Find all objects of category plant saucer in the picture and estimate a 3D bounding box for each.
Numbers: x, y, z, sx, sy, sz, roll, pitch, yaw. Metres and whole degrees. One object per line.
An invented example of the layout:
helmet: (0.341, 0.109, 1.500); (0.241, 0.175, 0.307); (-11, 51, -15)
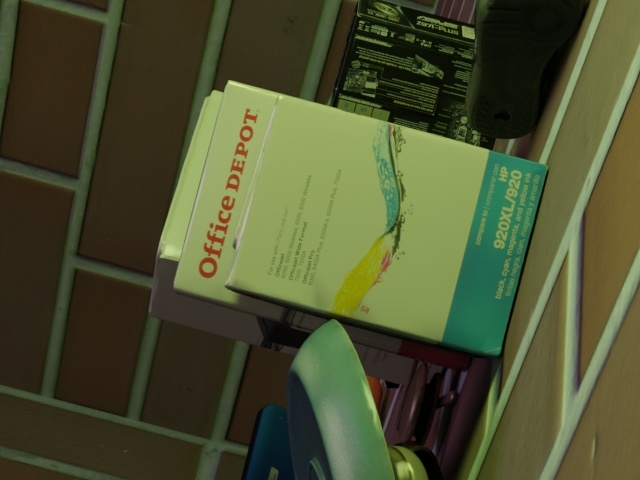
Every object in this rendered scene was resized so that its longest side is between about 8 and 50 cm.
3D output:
plant saucer: (0.020, 0.222, 1.422); (0.317, 0.044, 0.317); (169, 90, -81)

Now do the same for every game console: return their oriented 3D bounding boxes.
game console: (-0.047, 0.413, 2.364); (0.173, 0.250, 0.293); (-40, 25, 37)

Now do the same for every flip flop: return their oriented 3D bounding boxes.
flip flop: (0.071, 0.210, 1.485); (0.277, 0.080, 0.112); (131, 128, -79)

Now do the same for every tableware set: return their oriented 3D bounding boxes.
tableware set: (0.087, 0.212, 1.688); (0.128, 0.039, 0.194); (-86, 11, -77)

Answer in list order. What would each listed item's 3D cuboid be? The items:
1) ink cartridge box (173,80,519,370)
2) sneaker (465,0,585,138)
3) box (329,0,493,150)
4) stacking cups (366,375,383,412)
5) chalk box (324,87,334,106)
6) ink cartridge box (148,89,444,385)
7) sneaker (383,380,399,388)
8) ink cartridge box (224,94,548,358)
ink cartridge box: (0.021, -0.014, 1.653); (0.117, 0.283, 0.207); (-139, 64, -89)
sneaker: (0.176, -0.204, 1.544); (0.227, 0.087, 0.130); (98, 179, -56)
box: (0.108, -0.165, 1.909); (0.077, 0.180, 0.147); (-82, 6, -67)
stacking cups: (0.026, 0.305, 2.289); (0.316, 0.096, 0.096); (-71, -2, -48)
chalk box: (0.068, -0.104, 2.255); (0.179, 0.180, 0.289); (-62, 1, 3)
ink cartridge box: (0.000, 0.000, 1.825); (0.129, 0.307, 0.223); (108, 177, -54)
sneaker: (0.097, 0.142, 2.170); (0.109, 0.040, 0.043); (101, 166, -53)
ink cartridge box: (0.049, -0.008, 1.506); (0.171, 0.233, 0.168); (135, 150, -86)
